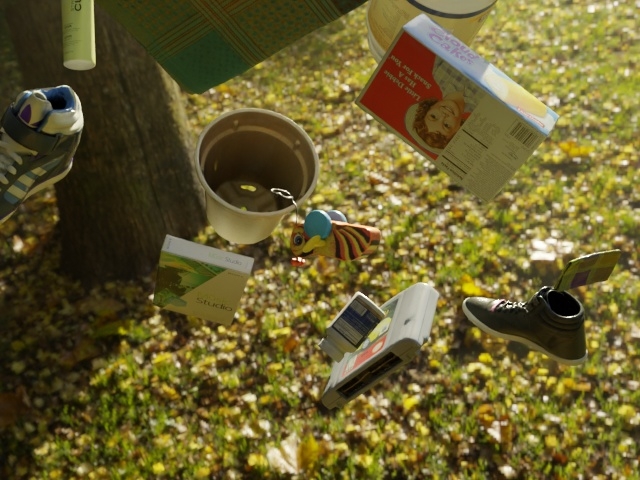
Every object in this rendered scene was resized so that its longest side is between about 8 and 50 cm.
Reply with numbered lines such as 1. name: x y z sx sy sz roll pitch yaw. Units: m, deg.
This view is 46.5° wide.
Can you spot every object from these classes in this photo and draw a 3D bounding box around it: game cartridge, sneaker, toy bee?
1. game cartridge: 0.120 0.211 1.525 0.294 0.060 0.196 -43 10 38
2. sneaker: -0.561 -0.165 1.331 0.130 0.236 0.323 38 46 8
3. sneaker: 0.449 0.149 1.628 0.296 0.146 0.105 23 41 35
4. toy bee: 0.000 0.000 1.809 0.195 0.162 0.298 6 16 -38

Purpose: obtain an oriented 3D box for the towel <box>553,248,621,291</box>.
1. towel: 0.345 0.039 0.959 0.083 0.060 0.009 -9 47 -20

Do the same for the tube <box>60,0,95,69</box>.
1. tube: -0.486 -0.463 1.481 0.070 0.240 0.062 -2 -6 -15

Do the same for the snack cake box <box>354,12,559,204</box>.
1. snack cake box: 0.204 -0.199 1.136 0.264 0.152 0.089 39 42 4

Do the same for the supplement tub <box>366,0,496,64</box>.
1. supplement tub: 0.213 -0.467 1.441 0.229 0.316 0.228 2 74 -7

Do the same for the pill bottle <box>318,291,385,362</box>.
1. pill bottle: 0.053 0.156 1.318 0.120 0.067 0.067 -49 41 -4

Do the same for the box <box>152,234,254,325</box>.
1. box: -0.321 0.114 1.994 0.232 0.322 0.058 15 55 -7

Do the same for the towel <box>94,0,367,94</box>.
1. towel: -0.145 -0.391 1.154 0.370 0.271 0.040 -22 42 27

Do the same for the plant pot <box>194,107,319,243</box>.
1. plant pot: -0.198 -0.147 2.097 0.334 0.305 0.333 6 63 -11
